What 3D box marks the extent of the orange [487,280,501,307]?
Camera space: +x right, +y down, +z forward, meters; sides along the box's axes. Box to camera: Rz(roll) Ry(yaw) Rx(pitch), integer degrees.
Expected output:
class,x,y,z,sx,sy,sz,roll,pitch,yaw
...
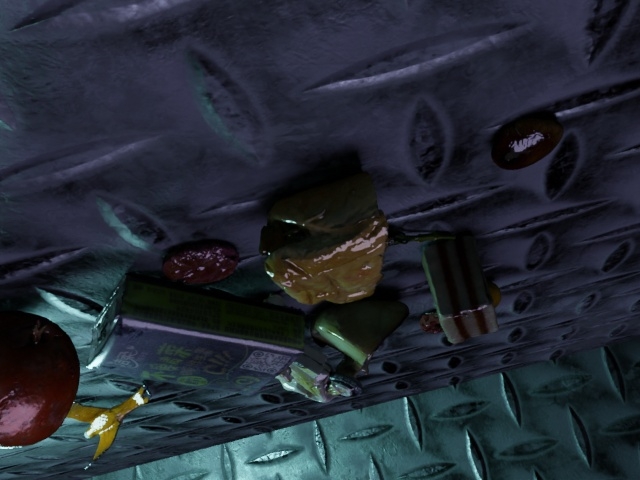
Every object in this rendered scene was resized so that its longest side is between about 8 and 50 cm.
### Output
class,x,y,z,sx,sy,sz,roll,pitch,yaw
orange,0.453,0.153,1.909,0.085,0.085,0.095,-13,168,-1

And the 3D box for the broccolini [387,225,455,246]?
class,x,y,z,sx,sy,sz,roll,pitch,yaw
broccolini,0.203,-0.001,1.454,0.218,0.042,0.044,3,154,-38

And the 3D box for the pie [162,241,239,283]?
class,x,y,z,sx,sy,sz,roll,pitch,yaw
pie,-0.229,0.045,1.324,0.154,0.036,0.154,-11,157,-5

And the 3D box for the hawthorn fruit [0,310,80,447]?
class,x,y,z,sx,sy,sz,roll,pitch,yaw
hawthorn fruit,-0.587,0.248,1.341,0.276,0.276,0.307,12,133,-46

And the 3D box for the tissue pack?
class,x,y,z,sx,sy,sz,roll,pitch,yaw
tissue pack,-0.266,0.213,1.473,0.394,0.124,0.288,14,143,-24

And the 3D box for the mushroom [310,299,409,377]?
class,x,y,z,sx,sy,sz,roll,pitch,yaw
mushroom,0.107,0.225,1.847,0.217,0.212,0.292,-51,160,-23

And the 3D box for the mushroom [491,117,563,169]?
class,x,y,z,sx,sy,sz,roll,pitch,yaw
mushroom,0.342,-0.158,1.146,0.123,0.052,0.123,-15,159,-6

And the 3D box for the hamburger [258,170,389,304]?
class,x,y,z,sx,sy,sz,roll,pitch,yaw
hamburger,-0.002,0.002,1.187,0.209,0.162,0.330,-9,160,-5

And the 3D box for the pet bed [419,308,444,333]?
class,x,y,z,sx,sy,sz,roll,pitch,yaw
pet bed,0.397,0.237,2.117,0.201,0.053,0.201,-7,160,-3

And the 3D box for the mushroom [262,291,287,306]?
class,x,y,z,sx,sy,sz,roll,pitch,yaw
mushroom,-0.228,0.221,1.675,0.351,0.095,0.123,-24,139,20

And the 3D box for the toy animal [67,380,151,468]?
class,x,y,z,sx,sy,sz,roll,pitch,yaw
toy animal,-0.652,0.538,2.210,0.284,0.225,0.302,-32,173,-9

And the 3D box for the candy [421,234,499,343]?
class,x,y,z,sx,sy,sz,roll,pitch,yaw
candy,0.329,0.123,1.630,0.135,0.179,0.321,-18,159,11

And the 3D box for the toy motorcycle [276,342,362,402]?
class,x,y,z,sx,sy,sz,roll,pitch,yaw
toy motorcycle,-0.060,0.347,1.881,0.340,0.108,0.223,30,148,-4
